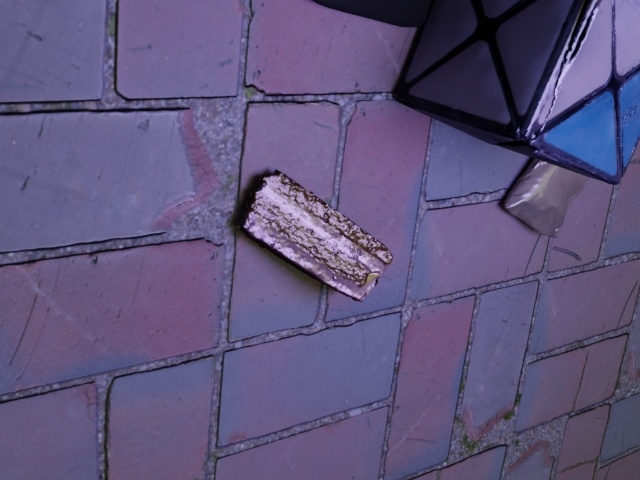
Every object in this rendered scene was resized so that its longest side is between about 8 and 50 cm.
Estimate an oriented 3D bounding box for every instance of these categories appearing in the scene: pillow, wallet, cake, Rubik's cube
[{"bbox_3d":[0.478,-0.131,1.756,0.173,0.067,0.270,39,82,-37],"label":"pillow"},{"bbox_3d":[0.080,-0.407,1.325,0.250,0.044,0.149,0,113,-40],"label":"wallet"},{"bbox_3d":[0.000,0.000,1.400,0.295,0.113,0.116,33,84,-37],"label":"cake"},{"bbox_3d":[0.361,-0.291,1.423,0.305,0.310,0.307,14,101,-41],"label":"Rubik's cube"}]
